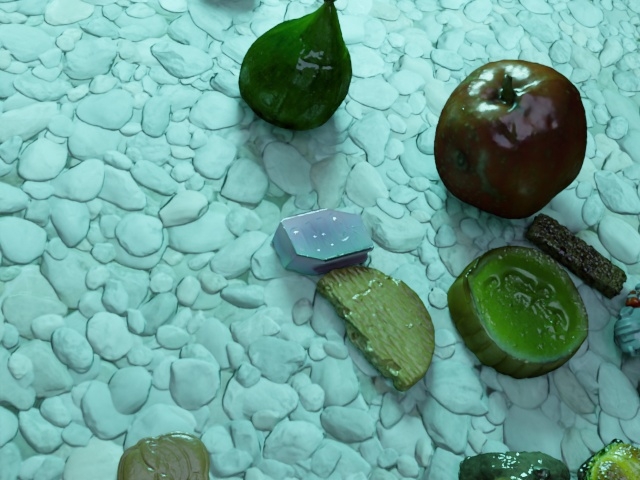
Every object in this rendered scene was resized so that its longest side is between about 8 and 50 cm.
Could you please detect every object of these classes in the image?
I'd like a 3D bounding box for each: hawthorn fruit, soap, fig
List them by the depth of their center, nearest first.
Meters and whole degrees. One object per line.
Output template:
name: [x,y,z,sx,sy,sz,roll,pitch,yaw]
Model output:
soap: [0.000,0.000,1.294,0.149,0.056,0.100,-13,64,-22]
fig: [-0.027,-0.318,1.359,0.203,0.235,0.203,10,58,-15]
hawthorn fruit: [0.329,-0.187,1.368,0.275,0.300,0.275,-5,59,9]

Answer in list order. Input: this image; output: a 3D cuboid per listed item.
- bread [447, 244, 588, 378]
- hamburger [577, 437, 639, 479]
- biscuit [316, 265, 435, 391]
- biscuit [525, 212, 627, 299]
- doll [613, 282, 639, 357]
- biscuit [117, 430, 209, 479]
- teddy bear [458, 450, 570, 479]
bread: [0.332,0.116,1.314,0.236,0.070,0.236,6,62,-12]
hamburger: [0.476,0.392,1.190,0.137,0.087,0.166,-27,72,-26]
biscuit: [0.103,0.125,1.266,0.144,0.033,0.224,-33,75,-30]
biscuit: [0.465,0.028,1.420,0.199,0.034,0.064,36,60,6]
doll: [0.554,0.143,1.363,0.094,0.079,0.180,52,44,-13]
biscuit: [-0.216,0.316,1.078,0.130,0.019,0.102,-16,66,-22]
teddy bear: [0.289,0.396,1.115,0.177,0.140,0.190,12,68,-12]
